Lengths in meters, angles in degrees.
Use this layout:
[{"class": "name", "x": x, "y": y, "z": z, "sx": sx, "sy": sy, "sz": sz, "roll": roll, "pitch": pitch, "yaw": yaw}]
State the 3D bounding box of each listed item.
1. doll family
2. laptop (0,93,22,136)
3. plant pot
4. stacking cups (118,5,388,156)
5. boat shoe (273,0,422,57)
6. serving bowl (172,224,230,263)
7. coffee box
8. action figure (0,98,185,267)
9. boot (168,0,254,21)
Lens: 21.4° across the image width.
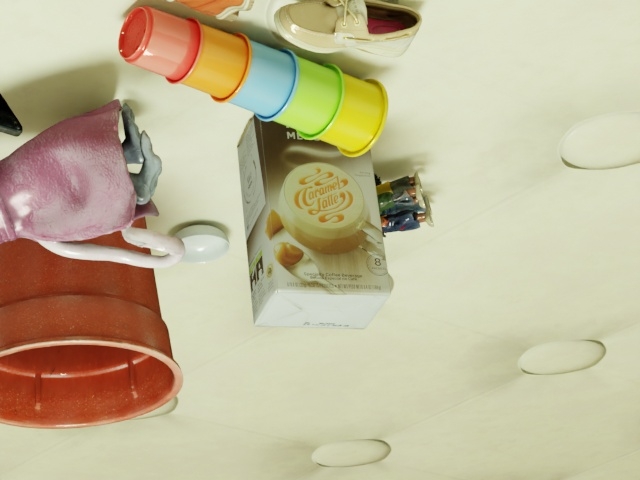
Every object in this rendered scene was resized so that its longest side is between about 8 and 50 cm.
[{"class": "doll family", "x": 0.081, "y": -0.041, "z": 2.179, "sx": 0.111, "sy": 0.076, "sz": 0.193, "roll": -15, "pitch": 155, "yaw": 7}, {"class": "laptop", "x": -0.558, "y": -0.157, "z": 1.639, "sx": 0.382, "sy": 0.408, "sz": 0.236, "roll": 16, "pitch": 112, "yaw": -38}, {"class": "plant pot", "x": -0.312, "y": 0.058, "z": 2.069, "sx": 0.272, "sy": 0.265, "sz": 0.272, "roll": -5, "pitch": 154, "yaw": -3}, {"class": "stacking cups", "x": -0.077, "y": -0.181, "z": 1.864, "sx": 0.316, "sy": 0.096, "sz": 0.096, "roll": 18, "pitch": 144, "yaw": -32}, {"class": "boat shoe", "x": 0.032, "y": -0.236, "z": 1.802, "sx": 0.170, "sy": 0.063, "sz": 0.059, "roll": 0, "pitch": 151, "yaw": -33}, {"class": "serving bowl", "x": -0.162, "y": 0.001, "z": 2.253, "sx": 0.083, "sy": 0.027, "sz": 0.083, "roll": -5, "pitch": 152, "yaw": -3}, {"class": "coffee box", "x": -0.012, "y": -0.027, "z": 1.989, "sx": 0.141, "sy": 0.247, "sz": 0.098, "roll": 2, "pitch": 151, "yaw": -18}, {"class": "action figure", "x": -0.361, "y": -0.033, "z": 1.886, "sx": 0.370, "sy": 0.276, "sz": 0.248, "roll": -20, "pitch": 167, "yaw": -9}, {"class": "boot", "x": -0.107, "y": -0.261, "z": 1.691, "sx": 0.084, "sy": 0.059, "sz": 0.158, "roll": 14, "pitch": 166, "yaw": -18}]
